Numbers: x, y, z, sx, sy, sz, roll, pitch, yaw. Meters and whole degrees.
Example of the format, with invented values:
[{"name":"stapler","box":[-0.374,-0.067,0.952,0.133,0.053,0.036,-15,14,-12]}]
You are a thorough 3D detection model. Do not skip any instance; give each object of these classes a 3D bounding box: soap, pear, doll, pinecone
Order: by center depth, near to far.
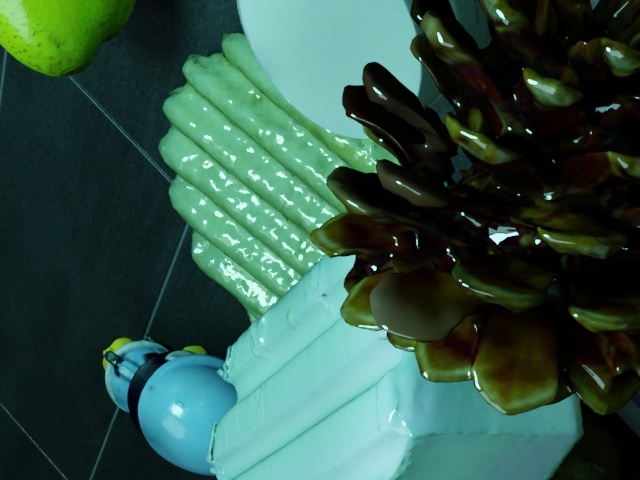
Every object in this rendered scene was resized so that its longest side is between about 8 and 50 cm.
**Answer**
[{"name":"pinecone","box":[0.130,-0.047,0.688,0.264,0.264,0.264,31,141,29]},{"name":"soap","box":[0.035,0.164,1.051,0.446,0.156,0.261,135,137,-57]},{"name":"pear","box":[-0.260,-0.266,1.191,0.187,0.187,0.220,-31,80,57]},{"name":"doll","box":[-0.171,0.201,1.566,0.177,0.141,0.314,37,172,-37]}]

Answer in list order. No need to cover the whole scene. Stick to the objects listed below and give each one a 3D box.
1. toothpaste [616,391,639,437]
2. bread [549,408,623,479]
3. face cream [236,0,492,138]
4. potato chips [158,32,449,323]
[{"name":"toothpaste","box":[0.248,0.095,1.031,0.282,0.068,0.099,46,178,-6]},{"name":"bread","box":[0.171,0.249,1.096,0.135,0.247,0.232,24,154,-2]},{"name":"face cream","box":[0.050,-0.186,0.923,0.177,0.153,0.177,31,142,28]},{"name":"potato chips","box":[0.000,0.000,1.238,0.429,0.070,0.358,39,141,17]}]
